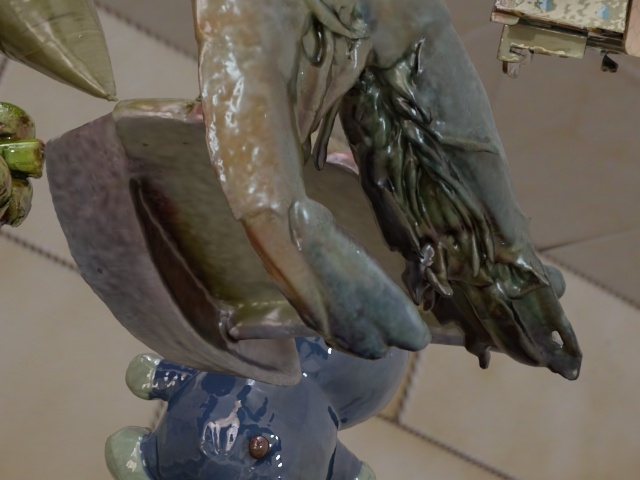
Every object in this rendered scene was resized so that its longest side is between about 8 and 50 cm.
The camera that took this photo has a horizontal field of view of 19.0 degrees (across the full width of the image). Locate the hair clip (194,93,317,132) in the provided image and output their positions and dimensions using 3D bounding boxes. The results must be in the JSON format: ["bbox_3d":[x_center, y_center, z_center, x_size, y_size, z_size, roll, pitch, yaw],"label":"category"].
[{"bbox_3d":[-0.020,-0.044,1.330,0.056,0.187,0.146,-44,144,-38],"label":"hair clip"}]

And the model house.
[{"bbox_3d":[0.347,-0.263,2.262,0.244,0.326,0.169,8,91,14],"label":"model house"}]

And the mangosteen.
[{"bbox_3d":[-0.292,-0.043,1.435,0.180,0.166,0.166,-22,93,-1],"label":"mangosteen"}]

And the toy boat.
[{"bbox_3d":[-0.032,-0.006,1.204,0.276,0.293,0.111,43,49,-29],"label":"toy boat"}]

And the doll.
[{"bbox_3d":[-0.035,0.115,1.577,0.228,0.154,0.258,27,58,-2],"label":"doll"}]

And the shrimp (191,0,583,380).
[{"bbox_3d":[0.026,-0.026,0.818,0.178,0.075,0.289,-51,129,-45],"label":"shrimp"}]

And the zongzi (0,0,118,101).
[{"bbox_3d":[-0.246,-0.203,1.613,0.145,0.274,0.300,-42,82,1],"label":"zongzi"}]
